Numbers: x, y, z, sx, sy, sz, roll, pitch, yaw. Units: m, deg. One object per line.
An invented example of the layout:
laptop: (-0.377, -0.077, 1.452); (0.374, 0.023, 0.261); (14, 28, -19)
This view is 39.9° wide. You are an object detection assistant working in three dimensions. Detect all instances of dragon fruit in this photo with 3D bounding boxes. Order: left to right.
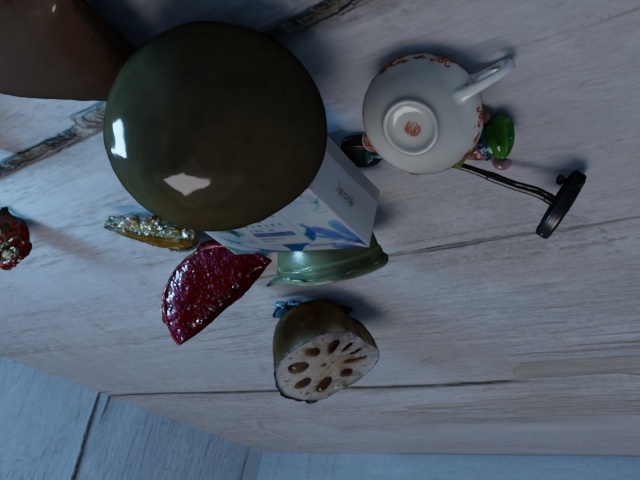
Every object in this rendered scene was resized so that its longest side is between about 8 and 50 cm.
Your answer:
dragon fruit: (-0.712, -0.002, 1.952); (0.142, 0.130, 0.121); (61, 151, -7)
dragon fruit: (-0.230, 0.091, 1.894); (0.134, 0.262, 0.211); (48, -178, 10)

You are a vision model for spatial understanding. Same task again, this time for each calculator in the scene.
calculator: (-0.071, 0.174, 2.162); (0.094, 0.019, 0.141); (17, 155, -12)

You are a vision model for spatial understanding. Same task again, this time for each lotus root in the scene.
lotus root: (-0.002, 0.239, 2.069); (0.272, 0.192, 0.272); (-7, 136, -7)

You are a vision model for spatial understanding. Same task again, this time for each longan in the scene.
longan: (-0.134, -0.147, 1.166); (0.297, 0.297, 0.297); (10, 156, 4)

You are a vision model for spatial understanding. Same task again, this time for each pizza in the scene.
pizza: (-0.346, -0.022, 1.815); (0.195, 0.052, 0.185); (14, 164, -14)

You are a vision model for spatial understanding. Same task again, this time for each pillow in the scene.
pillow: (-0.403, -0.272, 1.181); (0.308, 0.108, 0.305); (6, 168, 15)

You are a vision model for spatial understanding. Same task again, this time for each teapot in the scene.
teapot: (0.143, -0.169, 1.153); (0.245, 0.159, 0.116); (-21, -177, 26)

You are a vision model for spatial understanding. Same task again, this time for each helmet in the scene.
helmet: (-0.003, -0.003, 1.590); (0.204, 0.137, 0.257); (-19, -172, -37)

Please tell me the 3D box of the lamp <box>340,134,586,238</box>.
lamp: (0.207, -0.083, 1.334); (0.371, 0.108, 0.130); (12, 159, 0)

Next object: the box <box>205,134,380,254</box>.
box: (-0.074, -0.071, 1.407); (0.274, 0.116, 0.203); (-3, 152, 31)

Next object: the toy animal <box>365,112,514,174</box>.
toy animal: (0.167, -0.136, 1.252); (0.208, 0.103, 0.100); (7, 113, 19)
